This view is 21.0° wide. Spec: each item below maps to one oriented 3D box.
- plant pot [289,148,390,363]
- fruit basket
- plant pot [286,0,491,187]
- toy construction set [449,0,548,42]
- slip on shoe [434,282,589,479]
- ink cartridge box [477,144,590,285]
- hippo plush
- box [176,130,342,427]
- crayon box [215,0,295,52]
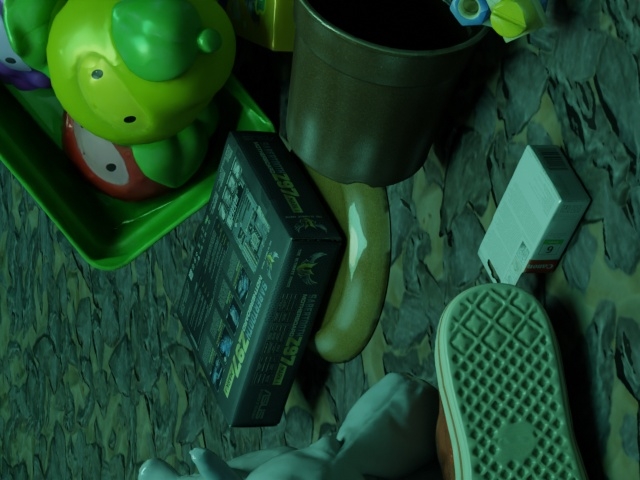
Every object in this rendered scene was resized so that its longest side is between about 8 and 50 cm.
[{"bbox_3d":[0.000,0.000,1.654,0.236,0.032,0.236,-179,90,-66],"label":"plant pot"},{"bbox_3d":[-0.218,-0.168,1.720,0.283,0.392,0.392,-37,42,5],"label":"fruit basket"},{"bbox_3d":[0.046,-0.143,1.421,0.165,0.167,0.167,103,153,-44],"label":"plant pot"},{"bbox_3d":[0.075,-0.317,1.284,0.215,0.151,0.328,7,100,23],"label":"toy construction set"},{"bbox_3d":[0.140,0.199,1.277,0.101,0.123,0.331,97,168,-78],"label":"slip on shoe"},{"bbox_3d":[0.160,-0.010,1.311,0.063,0.029,0.115,-114,33,-40],"label":"ink cartridge box"},{"bbox_3d":[-0.021,0.254,1.351,0.236,0.294,0.234,-25,84,44],"label":"hippo plush"},{"bbox_3d":[-0.065,0.038,1.683,0.183,0.059,0.233,-120,39,-48],"label":"box"},{"bbox_3d":[-0.044,-0.299,1.686,0.323,0.083,0.203,-149,62,-61],"label":"crayon box"}]
